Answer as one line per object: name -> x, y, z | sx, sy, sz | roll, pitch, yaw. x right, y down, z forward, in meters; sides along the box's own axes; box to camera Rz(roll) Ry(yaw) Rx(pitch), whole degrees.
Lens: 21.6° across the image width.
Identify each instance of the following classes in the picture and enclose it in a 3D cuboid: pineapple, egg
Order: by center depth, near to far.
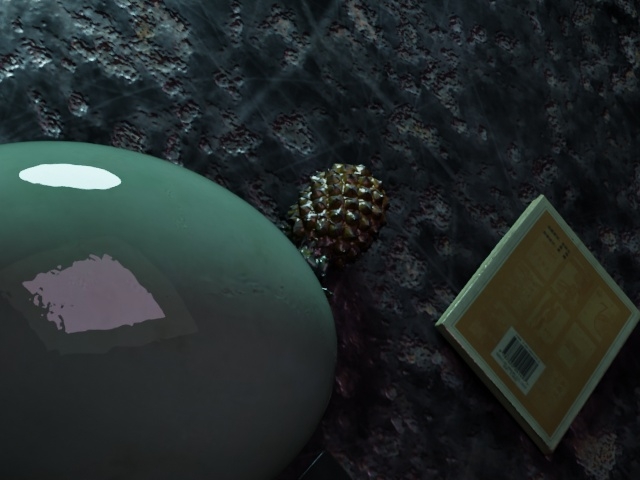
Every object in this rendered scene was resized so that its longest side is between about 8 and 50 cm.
egg -> -0.162, 0.071, 1.169 | 0.389, 0.276, 0.276 | 10, 58, -38
pineapple -> 0.000, 0.001, 1.471 | 0.083, 0.103, 0.221 | 45, 44, -10

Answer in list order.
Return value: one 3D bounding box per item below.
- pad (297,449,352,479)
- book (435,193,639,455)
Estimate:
pad -> -0.007, 0.267, 1.373 | 0.116, 0.004, 0.193 | 51, 44, -3
book -> 0.221, 0.079, 1.665 | 0.170, 0.018, 0.242 | 50, 45, -6
